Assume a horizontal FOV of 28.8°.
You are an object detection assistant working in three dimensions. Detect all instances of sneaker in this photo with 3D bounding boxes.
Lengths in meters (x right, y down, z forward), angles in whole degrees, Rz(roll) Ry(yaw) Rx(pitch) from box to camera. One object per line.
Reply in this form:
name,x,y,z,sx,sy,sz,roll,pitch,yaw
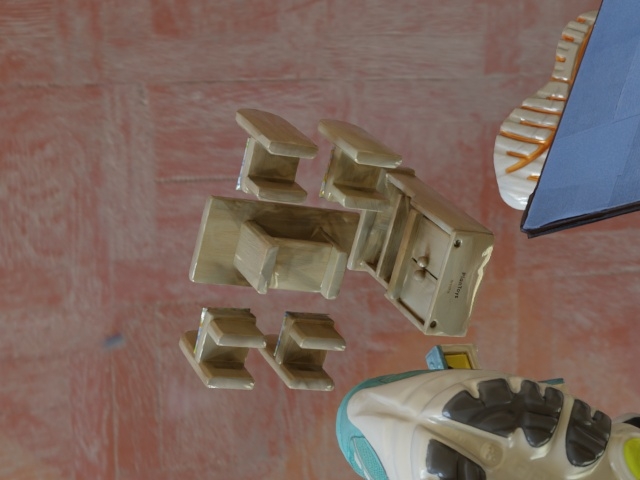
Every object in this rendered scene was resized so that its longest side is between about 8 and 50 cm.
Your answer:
sneaker,0.125,0.128,0.565,0.275,0.110,0.107,35,75,-24
sneaker,0.225,-0.104,1.097,0.215,0.084,0.083,-55,143,-23

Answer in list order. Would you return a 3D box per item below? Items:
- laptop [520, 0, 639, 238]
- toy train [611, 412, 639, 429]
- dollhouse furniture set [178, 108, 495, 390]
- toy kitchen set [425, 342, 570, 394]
laptop,0.212,-0.262,0.566,0.236,0.382,0.408,-28,96,-36
toy train,0.355,0.276,1.044,0.142,0.334,0.190,-41,130,3
dollhouse furniture set,0.000,0.000,1.084,0.242,0.161,0.212,6,110,-28
toy kitchen set,0.205,0.187,1.632,0.122,0.207,0.166,-5,65,-26
